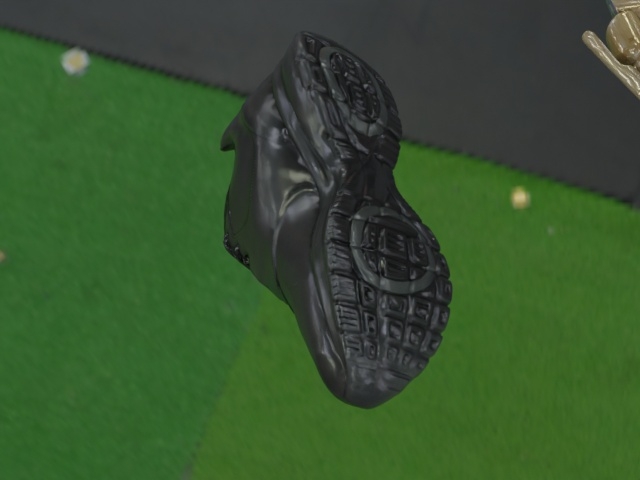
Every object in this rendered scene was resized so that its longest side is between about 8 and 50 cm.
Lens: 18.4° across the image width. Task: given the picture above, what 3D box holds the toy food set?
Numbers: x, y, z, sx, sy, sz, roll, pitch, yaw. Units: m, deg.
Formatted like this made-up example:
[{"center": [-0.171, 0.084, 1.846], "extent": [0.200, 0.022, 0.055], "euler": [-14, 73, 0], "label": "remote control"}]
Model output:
[{"center": [0.185, -0.110, 1.019], "extent": [0.078, 0.019, 0.122], "euler": [47, 57, 7], "label": "toy food set"}]

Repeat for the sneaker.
[{"center": [0.000, 0.000, 1.296], "extent": [0.130, 0.109, 0.286], "euler": [-40, 40, 30], "label": "sneaker"}]
